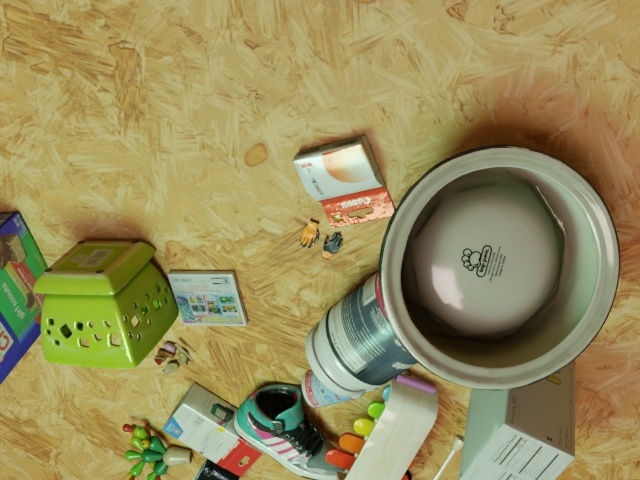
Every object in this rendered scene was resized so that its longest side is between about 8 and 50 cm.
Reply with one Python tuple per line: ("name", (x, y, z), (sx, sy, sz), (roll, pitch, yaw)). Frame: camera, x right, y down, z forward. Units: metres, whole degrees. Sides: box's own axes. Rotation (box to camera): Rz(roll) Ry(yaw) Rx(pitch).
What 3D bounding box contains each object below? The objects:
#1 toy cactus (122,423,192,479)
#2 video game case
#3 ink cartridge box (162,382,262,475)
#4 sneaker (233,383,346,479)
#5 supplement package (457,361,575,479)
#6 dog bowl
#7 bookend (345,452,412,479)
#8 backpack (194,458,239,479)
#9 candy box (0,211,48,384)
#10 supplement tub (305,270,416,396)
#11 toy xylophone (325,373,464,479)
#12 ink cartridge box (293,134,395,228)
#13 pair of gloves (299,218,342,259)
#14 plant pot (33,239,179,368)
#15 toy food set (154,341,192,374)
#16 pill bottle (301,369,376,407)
("toy cactus", (-0.429, 0.567, 2.120), (0.180, 0.112, 0.219), (0, 115, 6))
("video game case", (-0.250, 0.129, 1.804), (0.157, 0.019, 0.143), (-1, 123, 17))
("ink cartridge box", (-0.254, 0.469, 1.999), (0.231, 0.078, 0.134), (34, 127, -6))
("sneaker", (-0.054, 0.432, 1.881), (0.295, 0.124, 0.178), (26, 135, 8))
("supplement package", (0.388, 0.358, 1.600), (0.145, 0.262, 0.204), (24, 127, 0))
("dog bowl", (0.288, 0.039, 1.390), (0.408, 0.150, 0.408), (-1, 98, -6))
("bookend", (0.111, 0.554, 1.943), (0.157, 0.072, 0.156), (-22, 113, 30))
("backpack", (-0.267, 0.613, 2.097), (0.105, 0.084, 0.114), (32, 123, -6))
("candy box", (-0.730, 0.130, 1.771), (0.122, 0.317, 0.268), (-5, 122, 21))
("supplement tub", (0.118, 0.177, 1.609), (0.191, 0.191, 0.272), (42, 125, -12))
("toy xylophone", (0.170, 0.457, 1.793), (0.236, 0.081, 0.323), (30, 108, -14))
("ink cartridge box", (0.046, -0.100, 1.537), (0.145, 0.045, 0.179), (-11, 116, 25))
("pair of gloves", (0.000, 0.000, 1.640), (0.083, 0.010, 0.074), (26, 127, -2))
("plant pot", (-0.465, 0.125, 1.749), (0.227, 0.228, 0.207), (0, 116, 18))
("toy food set", (-0.356, 0.276, 1.939), (0.122, 0.019, 0.078), (-29, 111, 40))
("pill bottle", (0.045, 0.313, 1.790), (0.160, 0.087, 0.087), (-19, 116, 27))
